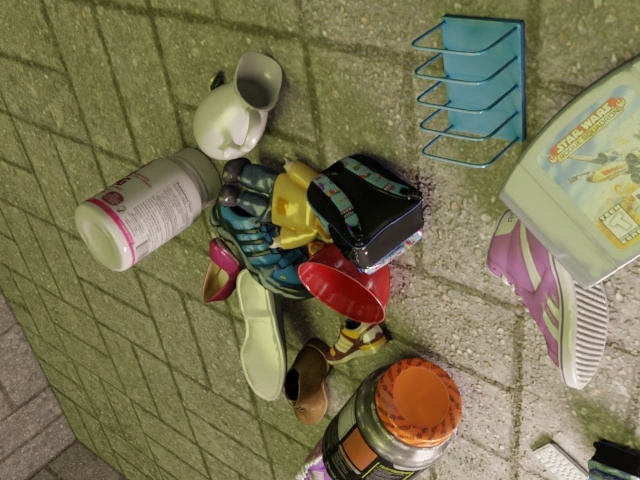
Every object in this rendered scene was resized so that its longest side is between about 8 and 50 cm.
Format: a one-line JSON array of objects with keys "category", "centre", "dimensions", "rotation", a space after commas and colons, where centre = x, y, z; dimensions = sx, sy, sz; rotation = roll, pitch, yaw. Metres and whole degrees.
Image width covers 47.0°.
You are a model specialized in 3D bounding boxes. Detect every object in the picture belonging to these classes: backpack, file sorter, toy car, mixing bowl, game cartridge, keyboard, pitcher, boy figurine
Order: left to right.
[{"category": "pitcher", "centre": [-0.151, -0.207, 1.308], "dimensions": [0.125, 0.178, 0.207], "rotation": [18, 150, -24]}, {"category": "boy figurine", "centre": [-0.052, -0.059, 1.369], "dimensions": [0.285, 0.092, 0.177], "rotation": [24, 109, 25]}, {"category": "toy car", "centre": [0.000, 0.000, 1.434], "dimensions": [0.060, 0.040, 0.122], "rotation": [38, 143, 18]}, {"category": "mixing bowl", "centre": [0.059, 0.061, 1.354], "dimensions": [0.181, 0.098, 0.181], "rotation": [27, 156, 13]}, {"category": "backpack", "centre": [0.068, -0.053, 1.221], "dimensions": [0.173, 0.158, 0.117], "rotation": [44, 165, 33]}, {"category": "file sorter", "centre": [0.196, -0.198, 0.985], "dimensions": [0.118, 0.104, 0.170], "rotation": [18, 133, 37]}, {"category": "keyboard", "centre": [0.497, 0.466, 1.330], "dimensions": [0.256, 0.014, 0.072], "rotation": [43, 144, 11]}, {"category": "backpack", "centre": [0.496, 0.408, 1.217], "dimensions": [0.105, 0.084, 0.114], "rotation": [10, 131, 46]}, {"category": "game cartridge", "centre": [0.363, -0.091, 0.878], "dimensions": [0.198, 0.062, 0.297], "rotation": [45, 129, 1]}]

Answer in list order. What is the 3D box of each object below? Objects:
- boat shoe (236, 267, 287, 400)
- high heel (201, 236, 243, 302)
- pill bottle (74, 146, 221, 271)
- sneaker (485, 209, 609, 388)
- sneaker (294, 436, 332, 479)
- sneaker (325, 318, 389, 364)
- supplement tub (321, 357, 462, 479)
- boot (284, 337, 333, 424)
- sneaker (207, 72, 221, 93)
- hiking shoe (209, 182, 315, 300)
[{"category": "boat shoe", "centre": [-0.112, 0.198, 1.627], "dimensions": [0.116, 0.099, 0.319], "rotation": [5, 110, 28]}, {"category": "high heel", "centre": [-0.234, 0.071, 1.620], "dimensions": [0.082, 0.117, 0.244], "rotation": [53, 172, 15]}, {"category": "pill bottle", "centre": [-0.353, -0.073, 1.546], "dimensions": [0.160, 0.283, 0.160], "rotation": [28, 139, 28]}, {"category": "sneaker", "centre": [0.332, 0.079, 1.101], "dimensions": [0.161, 0.102, 0.282], "rotation": [8, 117, 48]}, {"category": "sneaker", "centre": [0.010, 0.591, 1.921], "dimensions": [0.104, 0.095, 0.236], "rotation": [36, 148, 9]}, {"category": "sneaker", "centre": [0.064, 0.202, 1.533], "dimensions": [0.185, 0.069, 0.084], "rotation": [-26, 92, 48]}, {"category": "supplement tub", "centre": [0.140, 0.379, 1.478], "dimensions": [0.207, 0.207, 0.338], "rotation": [43, 144, 11]}, {"category": "boot", "centre": [-0.046, 0.360, 1.748], "dimensions": [0.112, 0.115, 0.305], "rotation": [31, 142, 23]}, {"category": "sneaker", "centre": [-0.195, -0.284, 1.408], "dimensions": [0.037, 0.032, 0.083], "rotation": [27, 146, 8]}, {"category": "hiking shoe", "centre": [-0.110, -0.001, 1.491], "dimensions": [0.304, 0.113, 0.132], "rotation": [40, 144, 14]}]
